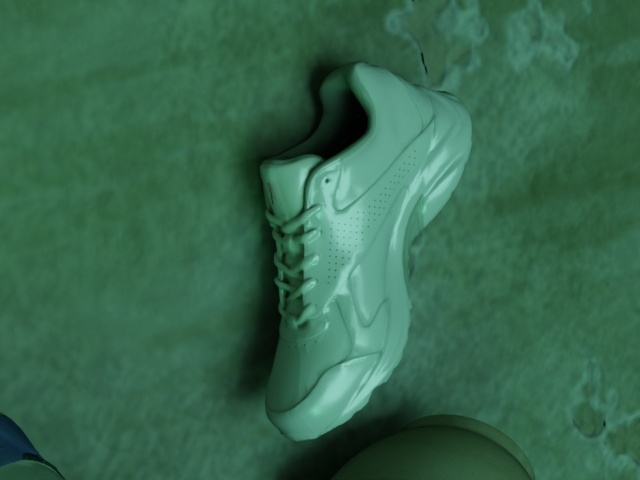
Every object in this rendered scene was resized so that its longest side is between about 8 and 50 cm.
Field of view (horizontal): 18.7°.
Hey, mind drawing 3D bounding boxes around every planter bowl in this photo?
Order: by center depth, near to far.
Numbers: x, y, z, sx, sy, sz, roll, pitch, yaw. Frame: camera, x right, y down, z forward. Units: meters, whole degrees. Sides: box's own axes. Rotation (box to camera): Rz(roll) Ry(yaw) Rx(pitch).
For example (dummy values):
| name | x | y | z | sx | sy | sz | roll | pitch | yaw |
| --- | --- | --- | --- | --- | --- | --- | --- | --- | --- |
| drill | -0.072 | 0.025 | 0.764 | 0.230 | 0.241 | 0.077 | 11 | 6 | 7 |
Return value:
| name | x | y | z | sx | sy | sz | roll | pitch | yaw |
| --- | --- | --- | --- | --- | --- | --- | --- | --- | --- |
| planter bowl | 0.076 | 0.178 | 1.208 | 0.162 | 0.162 | 0.109 | 66 | 34 | -30 |

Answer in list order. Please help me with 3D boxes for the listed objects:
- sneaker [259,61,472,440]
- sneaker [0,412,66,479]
| name | x | y | z | sx | sy | sz | roll | pitch | yaw |
| --- | --- | --- | --- | --- | --- | --- | --- | --- | --- |
| sneaker | 0.000 | 0.000 | 1.144 | 0.115 | 0.090 | 0.232 | 27 | 73 | -34 |
| sneaker | -0.124 | 0.251 | 1.025 | 0.127 | 0.182 | 0.315 | -29 | 118 | -30 |
